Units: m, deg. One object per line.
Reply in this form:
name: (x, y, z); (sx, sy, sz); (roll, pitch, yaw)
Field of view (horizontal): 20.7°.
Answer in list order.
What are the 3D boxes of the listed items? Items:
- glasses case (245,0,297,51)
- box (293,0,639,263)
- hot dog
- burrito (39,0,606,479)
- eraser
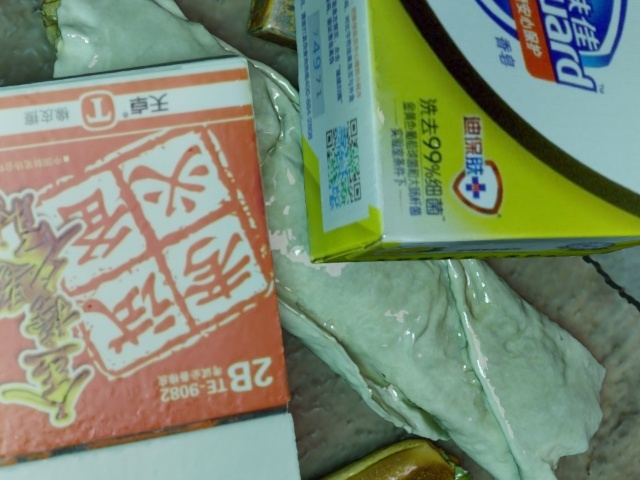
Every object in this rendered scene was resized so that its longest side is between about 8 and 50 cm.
glasses case: (0.072, -0.117, 0.972); (0.218, 0.049, 0.075); (16, 86, -17)
box: (0.078, -0.123, 0.892); (0.168, 0.097, 0.265); (1, 83, -19)
hot dog: (-0.001, 0.169, 0.977); (0.188, 0.055, 0.072); (-26, 99, -12)
burrito: (0.000, 0.000, 0.941); (0.392, 0.076, 0.117); (40, 56, -17)
eraser: (-0.099, 0.033, 0.851); (0.157, 0.038, 0.230); (-10, 97, -19)
